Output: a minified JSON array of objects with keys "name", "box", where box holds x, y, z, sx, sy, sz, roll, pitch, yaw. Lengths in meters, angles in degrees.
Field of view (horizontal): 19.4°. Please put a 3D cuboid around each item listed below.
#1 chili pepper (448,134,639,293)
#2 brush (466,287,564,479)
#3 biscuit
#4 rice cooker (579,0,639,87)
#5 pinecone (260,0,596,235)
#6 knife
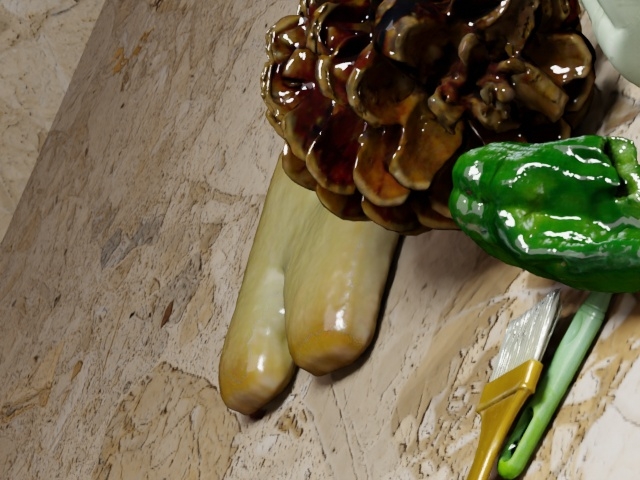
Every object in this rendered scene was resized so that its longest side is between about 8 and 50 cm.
[{"name":"chili pepper","box":[0.178,-0.016,1.162,0.253,0.083,0.099,1,95,52]},{"name":"brush","box":[0.099,0.163,1.229,0.103,0.013,0.272,128,166,-70]},{"name":"biscuit","box":[0.000,0.000,1.657,0.237,0.062,0.290,-29,40,56]},{"name":"rice cooker","box":[0.246,-0.226,1.009,0.288,0.288,0.277,-54,22,24]},{"name":"pinecone","box":[0.090,-0.122,1.360,0.257,0.243,0.243,-9,56,50]},{"name":"knife","box":[0.172,0.064,1.213,0.212,0.015,0.054,-61,26,3]}]
